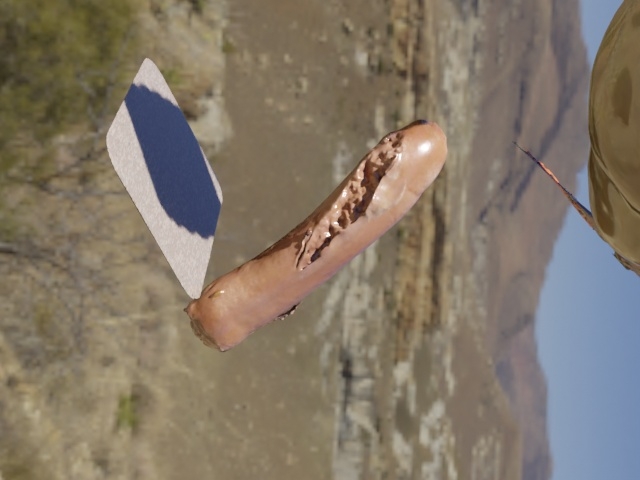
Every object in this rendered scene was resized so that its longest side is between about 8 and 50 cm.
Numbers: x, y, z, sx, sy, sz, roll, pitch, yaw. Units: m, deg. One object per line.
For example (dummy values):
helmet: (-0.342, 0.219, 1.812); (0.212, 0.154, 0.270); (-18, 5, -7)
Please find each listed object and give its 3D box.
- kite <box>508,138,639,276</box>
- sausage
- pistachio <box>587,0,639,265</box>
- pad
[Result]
kite: (0.212, 0.018, 0.807); (0.222, 0.008, 0.125); (47, 7, -10)
sausage: (0.000, -0.001, 1.125); (0.078, 0.304, 0.078); (50, 8, -10)
pistachio: (0.280, -0.108, 0.638); (0.208, 0.332, 0.226); (42, 6, -22)
pad: (-0.145, -0.067, 1.165); (0.266, 0.002, 0.176); (-87, 152, -64)
